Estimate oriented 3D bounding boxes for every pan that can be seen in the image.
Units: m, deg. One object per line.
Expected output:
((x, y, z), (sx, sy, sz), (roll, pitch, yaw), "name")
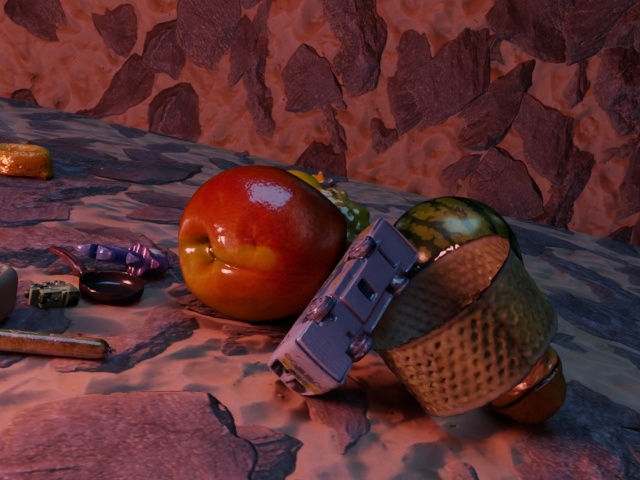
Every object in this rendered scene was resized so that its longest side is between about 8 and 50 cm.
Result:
((-0.414, 0.065, 1.335), (0.212, 0.040, 0.115), (24, 18, 22), "pan")

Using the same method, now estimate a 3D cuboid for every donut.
((-0.824, -0.222, 2.027), (0.190, 0.075, 0.174), (5, 16, -27), "donut")

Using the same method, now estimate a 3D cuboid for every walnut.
((0.325, 0.220, 1.198), (0.144, 0.144, 0.180), (12, 3, -4), "walnut")

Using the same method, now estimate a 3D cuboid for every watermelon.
((0.265, 0.050, 1.503), (0.285, 0.285, 0.285), (12, 14, -3), "watermelon")

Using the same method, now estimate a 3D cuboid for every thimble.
((0.217, 0.127, 1.145), (0.150, 0.270, 0.271), (52, 9, -11), "thimble")

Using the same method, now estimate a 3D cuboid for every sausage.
((-0.425, 0.142, 1.043), (0.269, 0.033, 0.033), (9, 15, -17), "sausage")

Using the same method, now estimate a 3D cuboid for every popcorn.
((0.000, 0.000, 1.600), (0.233, 0.192, 0.266), (30, 61, 8), "popcorn")

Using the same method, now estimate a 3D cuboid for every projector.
((-0.507, 0.082, 1.101), (0.083, 0.083, 0.082), (11, 14, -5), "projector")

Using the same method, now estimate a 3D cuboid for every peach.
((-0.095, 0.007, 1.354), (0.307, 0.308, 0.332), (25, 14, 40), "peach")

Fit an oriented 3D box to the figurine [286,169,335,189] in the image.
((-0.045, -0.078, 1.865), (0.187, 0.215, 0.343), (-11, 9, 16), "figurine")

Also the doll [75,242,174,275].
((-0.372, 0.034, 1.430), (0.205, 0.067, 0.110), (15, -1, -42), "doll")

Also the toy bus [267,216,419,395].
((0.037, 0.103, 1.162), (0.109, 0.136, 0.330), (46, 44, -7), "toy bus")

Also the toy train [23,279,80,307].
((-0.446, 0.090, 1.230), (0.053, 0.033, 0.083), (27, 20, 34), "toy train")
